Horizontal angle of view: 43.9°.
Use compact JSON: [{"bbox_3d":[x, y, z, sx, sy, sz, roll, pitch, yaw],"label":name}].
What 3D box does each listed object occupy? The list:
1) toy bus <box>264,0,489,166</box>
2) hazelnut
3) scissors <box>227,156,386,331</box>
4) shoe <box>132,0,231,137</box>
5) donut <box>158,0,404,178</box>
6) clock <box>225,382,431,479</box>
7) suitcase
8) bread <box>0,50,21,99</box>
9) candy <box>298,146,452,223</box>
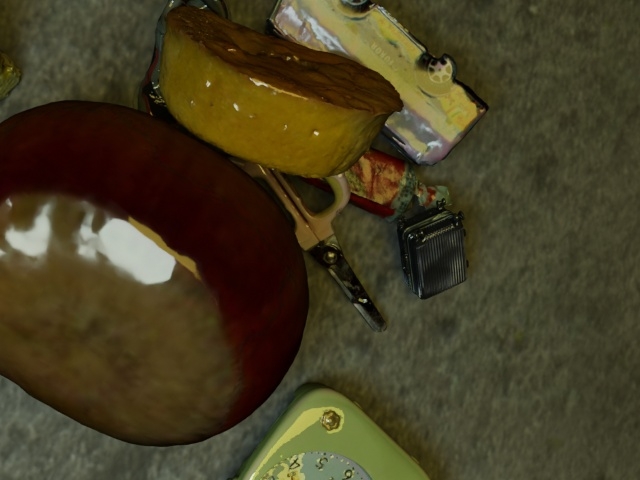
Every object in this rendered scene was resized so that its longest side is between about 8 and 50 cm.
[{"bbox_3d":[0.069,-0.240,1.064,0.317,0.112,0.138,39,88,-8],"label":"toy bus"},{"bbox_3d":[-0.211,0.035,0.873,0.409,0.359,0.359,38,79,-5],"label":"hazelnut"},{"bbox_3d":[0.000,0.000,1.048,0.160,0.024,0.317,-31,106,16],"label":"scissors"},{"bbox_3d":[-0.164,-0.229,0.992,0.099,0.125,0.227,17,82,-16],"label":"shoe"},{"bbox_3d":[-0.054,-0.166,0.895,0.278,0.277,0.108,19,115,-13],"label":"donut"},{"bbox_3d":[-0.023,0.356,1.013,0.235,0.096,0.308,46,78,-9],"label":"clock"},{"bbox_3d":[0.151,0.015,1.068,0.086,0.059,0.126,-23,127,-13],"label":"suitcase"},{"bbox_3d":[-0.444,-0.220,0.900,0.169,0.160,0.140,40,79,-9],"label":"bread"},{"bbox_3d":[0.043,-0.091,1.070,0.292,0.059,0.086,21,84,-13],"label":"candy"}]
